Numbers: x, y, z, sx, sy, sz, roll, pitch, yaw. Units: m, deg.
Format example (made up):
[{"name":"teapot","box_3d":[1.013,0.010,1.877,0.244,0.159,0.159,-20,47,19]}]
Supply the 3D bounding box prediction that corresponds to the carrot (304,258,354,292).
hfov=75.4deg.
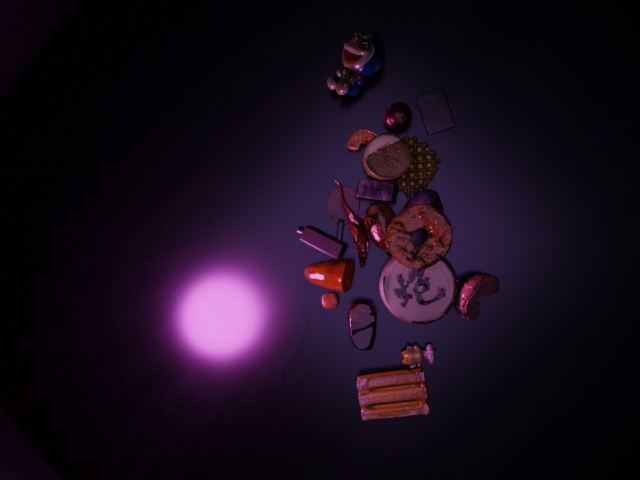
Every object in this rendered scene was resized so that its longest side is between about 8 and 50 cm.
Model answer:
[{"name":"carrot","box_3d":[0.036,0.156,1.947,0.225,0.159,0.159,4,90,23]}]

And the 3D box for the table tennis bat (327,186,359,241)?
[{"name":"table tennis bat","box_3d":[0.104,-0.122,1.985,0.154,0.021,0.274,8,90,4]}]

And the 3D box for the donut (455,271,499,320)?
[{"name":"donut","box_3d":[0.685,0.237,1.830,0.233,0.199,0.085,-51,43,3]}]

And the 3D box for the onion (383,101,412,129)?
[{"name":"onion","box_3d":[0.359,-0.572,1.904,0.131,0.131,0.131,0,90,8]}]

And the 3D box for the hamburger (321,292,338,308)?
[{"name":"hamburger","box_3d":[0.046,0.288,1.980,0.083,0.044,0.076,-14,88,5]}]

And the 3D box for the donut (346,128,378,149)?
[{"name":"donut","box_3d":[0.220,-0.436,1.946,0.146,0.078,0.181,-41,79,5]}]

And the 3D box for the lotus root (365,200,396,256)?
[{"name":"lotus root","box_3d":[0.292,-0.054,1.905,0.145,0.128,0.260,-17,90,20]}]

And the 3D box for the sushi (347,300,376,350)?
[{"name":"sushi","box_3d":[0.195,0.394,1.921,0.136,0.126,0.225,-3,83,10]}]

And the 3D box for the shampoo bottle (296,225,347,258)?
[{"name":"shampoo bottle","box_3d":[0.000,0.000,1.957,0.246,0.080,0.079,28,100,16]}]

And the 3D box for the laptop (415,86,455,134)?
[{"name":"laptop","box_3d":[0.536,-0.602,1.930,0.135,0.016,0.197,-17,86,9]}]

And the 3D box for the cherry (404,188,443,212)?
[{"name":"cherry","box_3d":[0.474,-0.141,1.875,0.176,0.140,0.176,1,92,33]}]

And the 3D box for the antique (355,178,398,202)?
[{"name":"antique","box_3d":[0.257,-0.229,1.911,0.183,0.088,0.086,11,92,25]}]

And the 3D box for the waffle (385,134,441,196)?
[{"name":"waffle","box_3d":[0.415,-0.345,1.925,0.250,0.056,0.261,44,93,5]}]

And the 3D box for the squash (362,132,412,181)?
[{"name":"squash","box_3d":[0.291,-0.374,1.840,0.220,0.133,0.220,0,95,5]}]

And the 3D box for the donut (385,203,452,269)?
[{"name":"donut","box_3d":[0.421,-0.015,1.758,0.278,0.108,0.277,-1,87,14]}]

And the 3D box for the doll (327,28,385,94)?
[{"name":"doll","box_3d":[0.175,-0.814,1.902,0.322,0.186,0.198,-55,51,21]}]

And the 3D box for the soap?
[{"name":"soap","box_3d":[0.335,0.707,1.912,0.315,0.091,0.199,-11,87,9]}]

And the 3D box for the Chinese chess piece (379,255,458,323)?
[{"name":"Chinese chess piece","box_3d":[0.441,0.205,1.871,0.349,0.146,0.349,0,89,8]}]

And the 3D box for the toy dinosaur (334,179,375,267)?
[{"name":"toy dinosaur","box_3d":[0.168,-0.083,1.878,0.097,0.208,0.432,-14,94,-10]}]

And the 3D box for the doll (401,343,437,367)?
[{"name":"doll","box_3d":[0.458,0.531,1.909,0.162,0.062,0.106,-9,93,9]}]
